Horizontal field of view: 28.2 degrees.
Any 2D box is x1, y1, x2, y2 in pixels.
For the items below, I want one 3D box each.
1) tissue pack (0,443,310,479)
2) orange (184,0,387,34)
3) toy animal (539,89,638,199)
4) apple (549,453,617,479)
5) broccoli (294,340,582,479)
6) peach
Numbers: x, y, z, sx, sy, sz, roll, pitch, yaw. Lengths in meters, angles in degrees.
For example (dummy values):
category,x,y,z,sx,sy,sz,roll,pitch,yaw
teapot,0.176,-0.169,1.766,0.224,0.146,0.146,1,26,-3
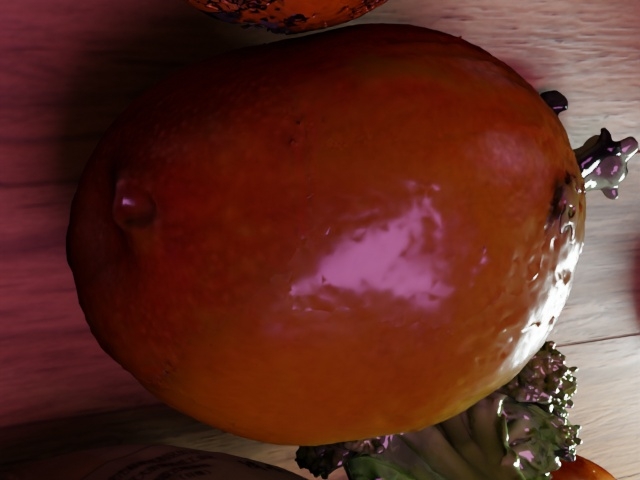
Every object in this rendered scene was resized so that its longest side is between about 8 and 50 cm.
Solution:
category,x,y,z,sx,sy,sz,roll,pitch,yaw
tissue pack,-0.087,0.288,1.072,0.375,0.390,0.195,20,90,-45
orange,-0.016,-0.244,0.807,0.234,0.182,0.234,-8,115,-18
toy animal,0.192,-0.052,1.154,0.225,0.094,0.121,-29,146,-22
apple,0.277,0.322,1.488,0.163,0.139,0.163,-25,133,-30
broccoli,0.121,0.167,1.195,0.288,0.260,0.235,-9,95,-23
peach,0.000,-0.002,0.915,0.372,0.372,0.290,-11,96,-25
